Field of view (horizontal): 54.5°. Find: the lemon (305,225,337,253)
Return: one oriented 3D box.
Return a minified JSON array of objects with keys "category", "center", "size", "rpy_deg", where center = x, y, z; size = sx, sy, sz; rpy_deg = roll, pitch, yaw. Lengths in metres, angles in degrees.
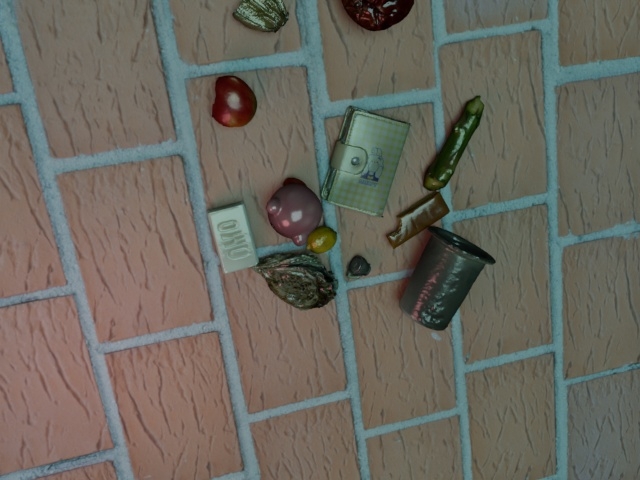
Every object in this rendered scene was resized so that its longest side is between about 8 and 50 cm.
[{"category":"lemon","center":[0.000,0.000,1.963],"size":[0.110,0.082,0.082],"rpy_deg":[-27,109,-12]}]

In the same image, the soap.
[{"category":"soap","center":[-0.268,-0.010,1.904],"size":[0.118,0.066,0.198],"rpy_deg":[-15,107,-8]}]

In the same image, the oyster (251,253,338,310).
[{"category":"oyster","center":[-0.069,0.116,1.973],"size":[0.198,0.112,0.267],"rpy_deg":[-36,119,20]}]

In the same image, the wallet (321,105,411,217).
[{"category":"wallet","center":[0.143,-0.244,1.944],"size":[0.223,0.077,0.310],"rpy_deg":[13,102,-20]}]

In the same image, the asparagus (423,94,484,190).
[{"category":"asparagus","center":[0.435,-0.310,1.990],"size":[0.082,0.085,0.343],"rpy_deg":[30,98,5]}]

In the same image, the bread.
[{"category":"bread","center":[0.310,-0.068,2.037],"size":[0.226,0.049,0.088],"rpy_deg":[-32,109,-3]}]

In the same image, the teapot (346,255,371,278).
[{"category":"teapot","center":[0.126,0.095,2.033],"size":[0.057,0.066,0.088],"rpy_deg":[24,121,-35]}]

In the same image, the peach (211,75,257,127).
[{"category":"peach","center":[-0.246,-0.405,1.790],"size":[0.151,0.151,0.118],"rpy_deg":[16,144,-17]}]

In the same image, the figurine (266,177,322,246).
[{"category":"figurine","center":[-0.079,-0.085,1.876],"size":[0.173,0.173,0.173],"rpy_deg":[-3,105,-13]}]

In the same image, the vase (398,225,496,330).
[{"category":"vase","center":[0.396,0.133,2.018],"size":[0.244,0.245,0.291],"rpy_deg":[21,103,-18]}]

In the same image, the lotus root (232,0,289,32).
[{"category":"lotus root","center":[-0.165,-0.651,1.762],"size":[0.144,0.070,0.143],"rpy_deg":[39,87,-15]}]

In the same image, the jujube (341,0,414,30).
[{"category":"jujube","center":[0.153,-0.719,1.750],"size":[0.212,0.213,0.232],"rpy_deg":[-28,125,-5]}]
